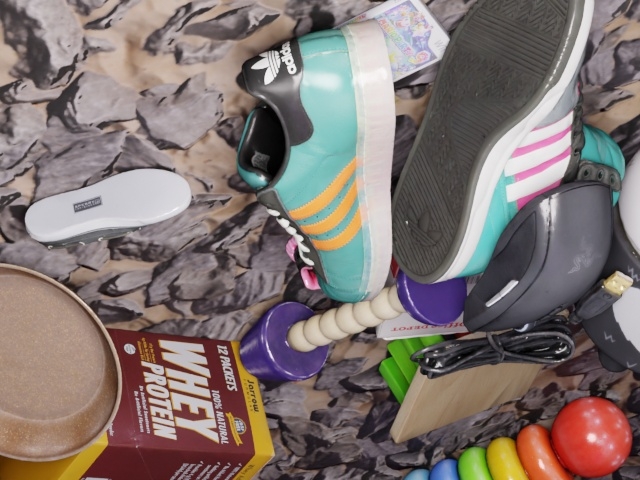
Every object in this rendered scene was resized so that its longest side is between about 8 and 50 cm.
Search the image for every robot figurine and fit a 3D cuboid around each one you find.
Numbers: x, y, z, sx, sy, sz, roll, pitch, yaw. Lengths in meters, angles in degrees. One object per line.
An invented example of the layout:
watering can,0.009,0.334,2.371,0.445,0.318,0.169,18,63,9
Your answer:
robot figurine,0.328,0.020,1.724,0.209,0.173,0.278,-26,154,-25

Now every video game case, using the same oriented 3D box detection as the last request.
video game case,0.037,-0.148,1.507,0.122,0.011,0.087,-25,146,16

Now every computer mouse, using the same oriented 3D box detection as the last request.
computer mouse,0.204,0.044,1.586,0.184,0.060,0.262,-7,147,-32

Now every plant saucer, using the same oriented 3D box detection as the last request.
plant saucer,-0.262,0.101,1.668,0.199,0.036,0.198,7,118,13

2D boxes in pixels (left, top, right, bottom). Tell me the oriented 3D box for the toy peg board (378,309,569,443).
toy peg board,0.141,0.107,1.897,0.161,0.079,0.161,-18,152,-24

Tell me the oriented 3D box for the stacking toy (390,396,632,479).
stacking toy,0.198,0.280,2.120,0.330,0.141,0.141,-29,145,15

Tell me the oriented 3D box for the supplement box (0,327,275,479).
supplement box,-0.182,0.191,1.826,0.194,0.129,0.191,8,141,-31

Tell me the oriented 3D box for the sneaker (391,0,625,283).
sneaker,0.185,-0.095,1.548,0.178,0.124,0.295,-7,134,-42

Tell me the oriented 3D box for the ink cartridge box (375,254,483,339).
ink cartridge box,0.104,0.030,1.761,0.099,0.056,0.135,-5,146,-13

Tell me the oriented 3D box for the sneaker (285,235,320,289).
sneaker,0.000,0.000,1.675,0.047,0.057,0.119,-3,145,-10

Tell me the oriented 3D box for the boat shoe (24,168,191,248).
boat shoe,-0.174,-0.024,1.583,0.142,0.049,0.040,-11,154,6

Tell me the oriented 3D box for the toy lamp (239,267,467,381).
toy lamp,0.020,0.075,1.725,0.080,0.080,0.275,11,160,-35

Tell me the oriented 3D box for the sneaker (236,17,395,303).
sneaker,-0.008,-0.055,1.531,0.121,0.108,0.302,-9,140,-6
